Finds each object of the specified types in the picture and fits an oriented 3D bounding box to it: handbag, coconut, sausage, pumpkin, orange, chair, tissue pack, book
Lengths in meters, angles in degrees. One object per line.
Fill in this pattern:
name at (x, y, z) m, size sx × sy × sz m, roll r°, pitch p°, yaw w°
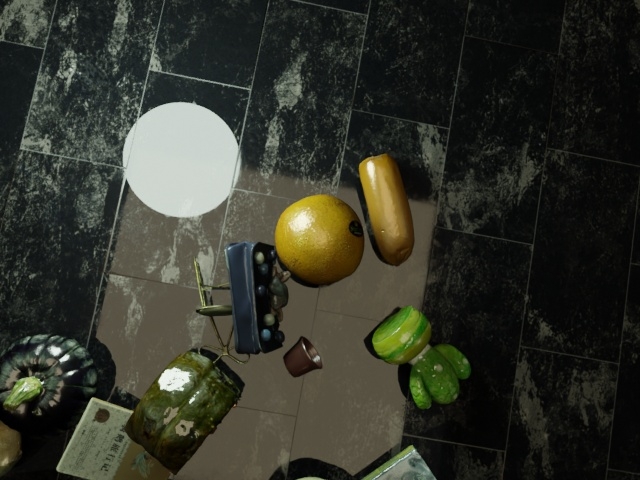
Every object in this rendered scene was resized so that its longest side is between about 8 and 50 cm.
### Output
handbag at (-0.172, 0.165, 1.820) m, size 0.119 × 0.269 × 0.325 m, roll -6°, pitch 86°, yaw 14°
coconut at (-0.934, 0.587, 1.729) m, size 0.195 × 0.194 × 0.194 m, roll 1°, pitch 83°, yaw -4°
sausage at (0.217, -0.093, 1.940) m, size 0.134 × 0.116 × 0.353 m, roll -15°, pitch 89°, yaw -16°
pumpkin at (-0.783, 0.402, 1.721) m, size 0.296 × 0.296 × 0.295 m, roll 1°, pitch 83°, yaw -4°
orange at (0.000, 0.000, 1.836) m, size 0.275 × 0.274 × 0.274 m, roll 1°, pitch 83°, yaw -4°
pumpkin at (-0.376, 0.476, 1.739) m, size 0.226 × 0.303 × 0.256 m, roll 34°, pitch 116°, yaw 1°
chair at (-0.298, 0.209, 1.844) m, size 0.160 × 0.170 × 0.325 m, roll -4°, pitch 78°, yaw -7°
tissue pack at (0.226, 0.769, 1.853) m, size 0.257 × 0.081 × 0.185 m, roll -33°, pitch 87°, yaw -6°
book at (-0.563, 0.603, 1.777) m, size 0.311 × 0.021 × 0.216 m, roll 28°, pitch 81°, yaw -26°

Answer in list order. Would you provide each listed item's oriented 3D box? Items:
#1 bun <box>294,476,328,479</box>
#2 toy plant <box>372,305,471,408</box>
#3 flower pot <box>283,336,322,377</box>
bun at (-0.014, 0.856, 1.729) m, size 0.362 × 0.213 × 0.360 m, roll 1°, pitch 93°, yaw 12°
toy plant at (0.315, 0.368, 1.870) m, size 0.316 × 0.184 × 0.224 m, roll 46°, pitch 64°, yaw -9°
flower pot at (-0.060, 0.365, 1.875) m, size 0.089 × 0.111 × 0.111 m, roll -33°, pitch 87°, yaw 8°
